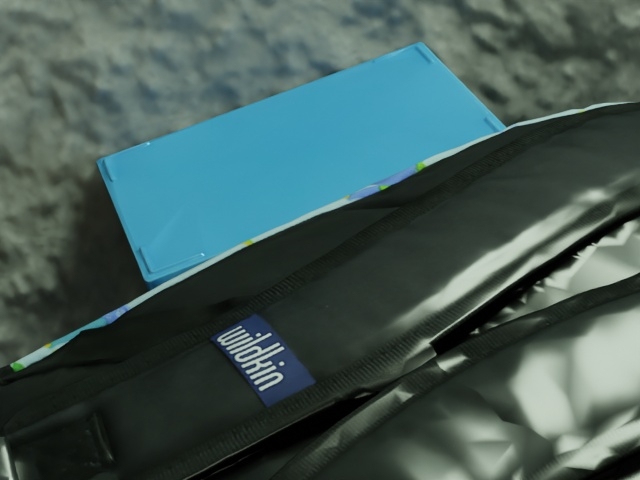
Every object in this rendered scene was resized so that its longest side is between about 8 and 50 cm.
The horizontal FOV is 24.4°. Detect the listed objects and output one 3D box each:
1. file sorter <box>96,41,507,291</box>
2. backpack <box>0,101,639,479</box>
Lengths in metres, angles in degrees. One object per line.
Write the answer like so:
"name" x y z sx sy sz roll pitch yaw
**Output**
"file sorter" 0.000 0.000 0.696 0.170 0.118 0.104 -20 123 -8
"backpack" 0.076 0.092 0.555 0.355 0.290 0.273 -41 138 -14
